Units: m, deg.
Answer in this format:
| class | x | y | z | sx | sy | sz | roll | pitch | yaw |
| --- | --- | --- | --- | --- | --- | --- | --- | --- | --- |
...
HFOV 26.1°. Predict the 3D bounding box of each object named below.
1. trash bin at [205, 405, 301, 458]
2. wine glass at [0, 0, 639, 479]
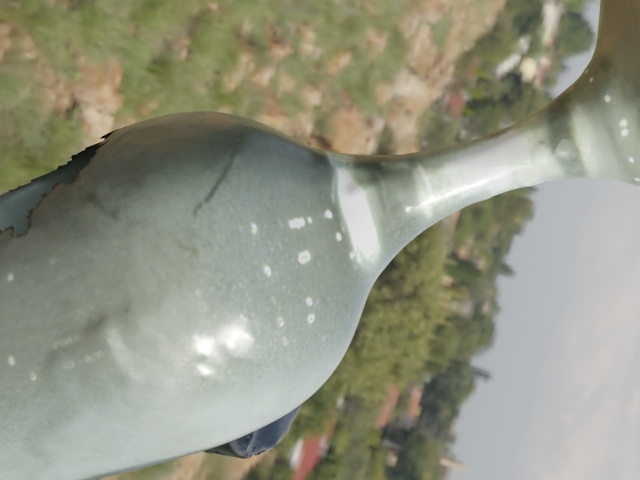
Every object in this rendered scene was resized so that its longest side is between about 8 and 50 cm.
| class | x | y | z | sx | sy | sz | roll | pitch | yaw |
| --- | --- | --- | --- | --- | --- | --- | --- | --- | --- |
| trash bin | -0.092 | 0.054 | 0.833 | 0.175 | 0.161 | 0.175 | 14 | 90 | -69 |
| wine glass | 0.000 | 0.000 | 0.538 | 0.143 | 0.321 | 0.143 | -20 | 90 | -85 |
